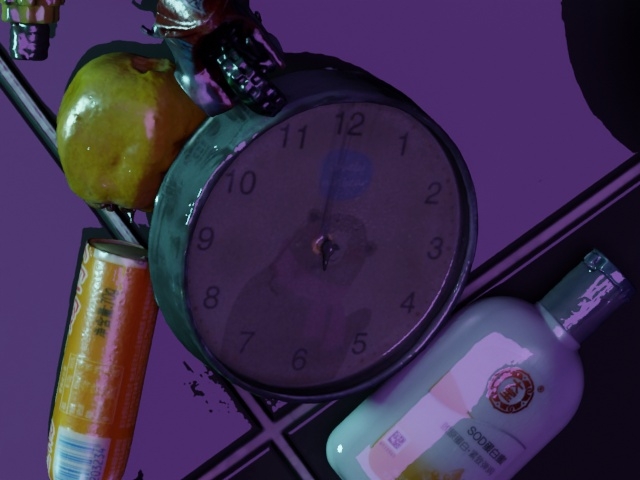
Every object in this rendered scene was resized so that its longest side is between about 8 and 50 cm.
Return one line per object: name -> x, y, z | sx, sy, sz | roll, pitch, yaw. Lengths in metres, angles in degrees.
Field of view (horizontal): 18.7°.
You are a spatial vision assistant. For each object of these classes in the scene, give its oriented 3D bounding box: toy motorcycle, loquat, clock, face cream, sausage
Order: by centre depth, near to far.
toy motorcycle -> -0.088, -0.162, 1.488 | 0.082, 0.213, 0.122 | -35, 114, 0
loquat -> -0.149, -0.084, 1.553 | 0.137, 0.113, 0.137 | -5, 114, -11
clock -> 0.000, 0.000, 1.569 | 0.280, 0.055, 0.281 | -10, 115, -23
sausage -> -0.181, 0.119, 1.606 | 0.071, 0.071, 0.234 | 11, 98, -9
face cream -> 0.147, 0.125, 1.650 | 0.291, 0.071, 0.144 | -43, 105, 1

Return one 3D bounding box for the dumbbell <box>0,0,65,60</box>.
dumbbell -> -0.211, -0.329, 1.460 | 0.185, 0.185, 0.388 | 2, 101, -8
